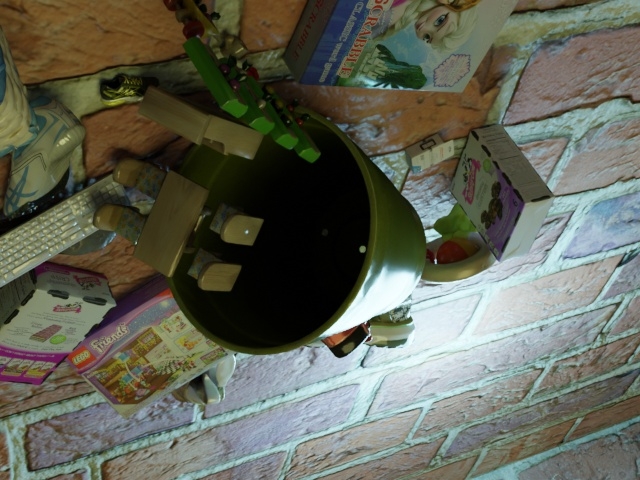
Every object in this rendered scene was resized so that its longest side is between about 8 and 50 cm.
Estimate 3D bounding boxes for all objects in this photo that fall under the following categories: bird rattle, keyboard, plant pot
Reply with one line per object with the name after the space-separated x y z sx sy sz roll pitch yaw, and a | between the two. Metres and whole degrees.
0.237 0.025 1.790 0.254 0.207 0.143 -19 107 -29 | bird rattle
-0.398 -0.011 1.366 0.256 0.014 0.072 -33 125 -20 | keyboard
0.000 0.000 1.489 0.366 0.366 0.353 -41 156 19 | plant pot

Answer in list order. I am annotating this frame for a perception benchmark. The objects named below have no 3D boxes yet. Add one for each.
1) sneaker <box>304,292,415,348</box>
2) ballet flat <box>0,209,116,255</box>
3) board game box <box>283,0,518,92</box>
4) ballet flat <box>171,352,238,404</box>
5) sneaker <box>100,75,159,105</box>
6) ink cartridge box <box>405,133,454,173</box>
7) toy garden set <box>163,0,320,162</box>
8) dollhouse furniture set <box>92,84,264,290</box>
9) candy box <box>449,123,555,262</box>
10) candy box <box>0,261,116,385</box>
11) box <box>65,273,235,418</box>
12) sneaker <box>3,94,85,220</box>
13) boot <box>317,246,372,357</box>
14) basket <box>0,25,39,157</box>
0.033 0.107 1.860 0.410 0.158 0.182 5 103 -38 | sneaker
-0.427 -0.010 1.394 0.250 0.058 0.084 -14 116 -31 | ballet flat
0.146 -0.357 1.327 0.318 0.066 0.318 -4 140 -33 | board game box
-0.226 0.265 1.863 0.108 0.106 0.316 -9 143 -29 | ballet flat
-0.259 -0.208 1.260 0.083 0.031 0.035 -20 144 -15 | sneaker
0.197 -0.159 1.668 0.083 0.028 0.048 -25 147 -5 | ink cartridge box
-0.095 -0.224 1.227 0.049 0.203 0.244 -38 156 14 | toy garden set
-0.203 -0.073 1.306 0.161 0.212 0.242 9 107 -65 | dollhouse furniture set
0.329 -0.088 1.709 0.070 0.196 0.164 -14 143 -21 | candy box
-0.475 0.140 1.539 0.233 0.071 0.159 -43 144 22 | candy box
-0.292 0.178 1.679 0.293 0.057 0.201 -31 125 4 | box
-0.391 -0.110 1.273 0.085 0.086 0.237 -37 173 -45 | sneaker
0.065 0.094 1.758 0.176 0.088 0.244 41 78 -28 | boot
-0.432 -0.192 0.952 0.201 0.254 0.289 -25 159 -1 | basket
